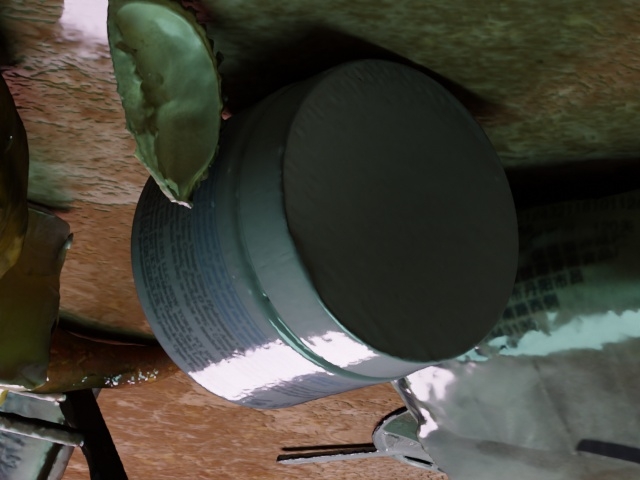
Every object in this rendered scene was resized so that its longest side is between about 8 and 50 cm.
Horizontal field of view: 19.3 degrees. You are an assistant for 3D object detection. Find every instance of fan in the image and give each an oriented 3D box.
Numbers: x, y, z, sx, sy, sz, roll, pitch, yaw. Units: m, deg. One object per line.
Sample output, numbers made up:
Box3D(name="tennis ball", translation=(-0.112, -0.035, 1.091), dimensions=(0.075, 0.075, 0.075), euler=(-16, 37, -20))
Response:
Box3D(name="fan", translation=(0.109, 0.179, 1.686), dimensions=(0.294, 0.012, 0.223), euler=(5, 157, 0))

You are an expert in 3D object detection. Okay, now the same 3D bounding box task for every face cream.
Box3D(name="face cream", translation=(0.000, 0.000, 1.077), dimensions=(0.177, 0.177, 0.153), euler=(22, 154, -33))

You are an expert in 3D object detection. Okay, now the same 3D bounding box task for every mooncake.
Box3D(name="mooncake", translation=(0.162, 0.061, 1.226), dimensions=(0.254, 0.136, 0.250), euler=(-5, 144, 20))

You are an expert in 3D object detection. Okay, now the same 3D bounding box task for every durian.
Box3D(name="durian", translation=(-0.080, -0.084, 1.004), dimensions=(0.052, 0.130, 0.066), euler=(-16, -170, 12))

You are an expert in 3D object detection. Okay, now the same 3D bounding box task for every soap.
Box3D(name="soap", translation=(-0.288, 0.019, 1.244), dimensions=(0.233, 0.135, 0.076), euler=(19, 154, -27))

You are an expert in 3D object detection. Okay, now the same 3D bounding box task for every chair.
Box3D(name="chair", translation=(-0.313, 0.182, 1.611), dimensions=(0.203, 0.416, 0.240), euler=(14, 111, -20))

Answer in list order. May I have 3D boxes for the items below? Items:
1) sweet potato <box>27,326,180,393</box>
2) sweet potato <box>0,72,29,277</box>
Box3D(name="sweet potato", translation=(-0.228, 0.086, 1.494), dimensions=(0.255, 0.058, 0.078), euler=(14, 136, -29))
Box3D(name="sweet potato", translation=(-0.250, -0.072, 1.005), dimensions=(0.158, 0.157, 0.369), euler=(4, 158, 5))
